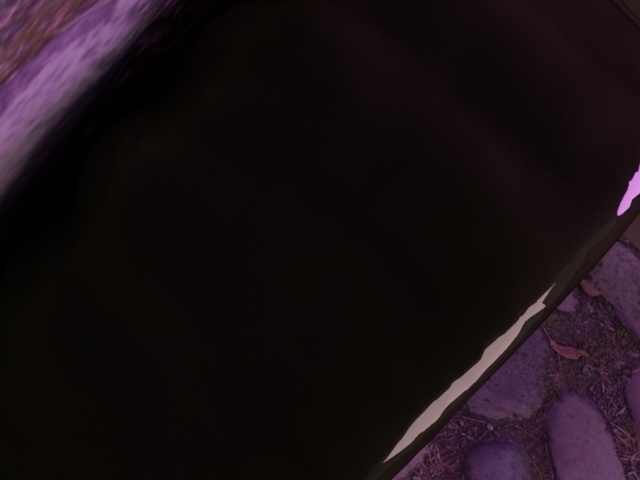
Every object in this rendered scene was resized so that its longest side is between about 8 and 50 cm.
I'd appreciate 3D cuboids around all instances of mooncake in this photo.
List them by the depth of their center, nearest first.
[{"bbox_3d":[0.000,0.000,0.781,0.351,0.187,0.351,-45,175,-5],"label":"mooncake"}]

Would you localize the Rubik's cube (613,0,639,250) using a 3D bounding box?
[{"bbox_3d":[0.247,-0.181,0.958,0.290,0.291,0.291,-47,175,-21],"label":"Rubik's cube"}]
